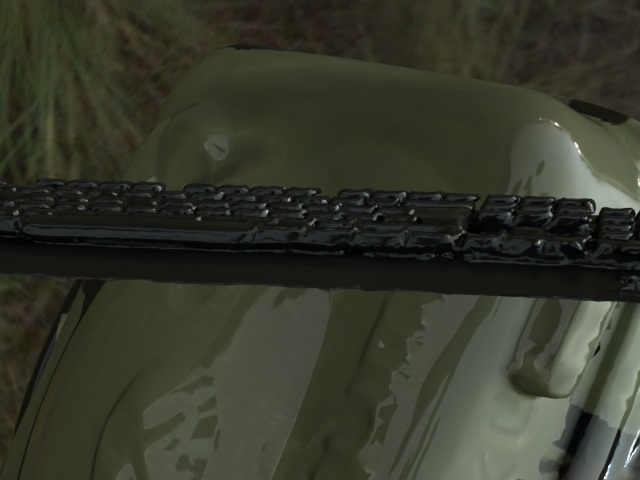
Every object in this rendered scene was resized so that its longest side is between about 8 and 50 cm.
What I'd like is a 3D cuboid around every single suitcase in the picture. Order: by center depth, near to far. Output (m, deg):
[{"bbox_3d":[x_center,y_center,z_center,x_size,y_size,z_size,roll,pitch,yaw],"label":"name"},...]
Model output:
[{"bbox_3d":[-0.025,0.095,0.626,0.194,0.339,0.352,26,86,-36],"label":"suitcase"}]

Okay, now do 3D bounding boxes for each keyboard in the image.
[{"bbox_3d":[0.000,-0.002,0.348,0.196,0.074,0.015,2,99,12],"label":"keyboard"}]
